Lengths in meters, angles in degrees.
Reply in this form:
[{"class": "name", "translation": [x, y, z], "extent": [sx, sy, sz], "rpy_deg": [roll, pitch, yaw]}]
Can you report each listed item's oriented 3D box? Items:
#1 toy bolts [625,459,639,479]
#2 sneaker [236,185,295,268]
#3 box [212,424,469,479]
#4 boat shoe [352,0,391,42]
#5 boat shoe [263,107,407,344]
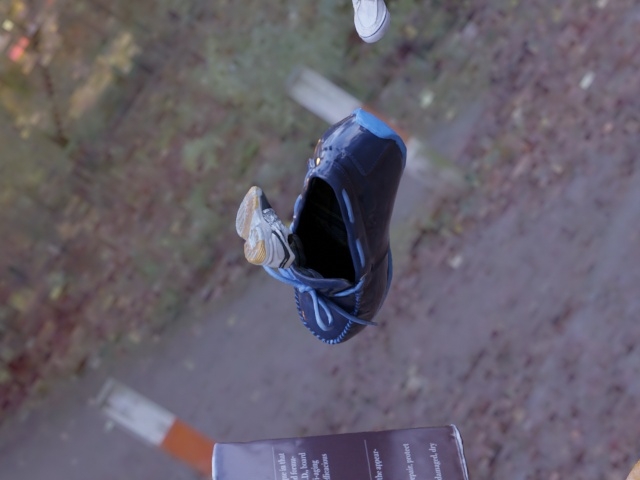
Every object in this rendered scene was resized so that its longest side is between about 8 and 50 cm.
[{"class": "toy bolts", "translation": [0.192, 0.079, 0.732], "extent": [0.158, 0.218, 0.228], "rpy_deg": [178, 101, -69]}, {"class": "sneaker", "translation": [-0.040, -0.007, 1.328], "extent": [0.032, 0.037, 0.083], "rpy_deg": [-56, 28, 32]}, {"class": "box", "translation": [0.022, 0.267, 1.404], "extent": [0.167, 0.203, 0.168], "rpy_deg": [-99, 5, -52]}, {"class": "boat shoe", "translation": [0.043, -0.229, 1.666], "extent": [0.035, 0.035, 0.100], "rpy_deg": [-23, 45, 25]}, {"class": "boat shoe", "translation": [0.000, 0.000, 1.428], "extent": [0.089, 0.109, 0.258], "rpy_deg": [-44, -29, -33]}]
